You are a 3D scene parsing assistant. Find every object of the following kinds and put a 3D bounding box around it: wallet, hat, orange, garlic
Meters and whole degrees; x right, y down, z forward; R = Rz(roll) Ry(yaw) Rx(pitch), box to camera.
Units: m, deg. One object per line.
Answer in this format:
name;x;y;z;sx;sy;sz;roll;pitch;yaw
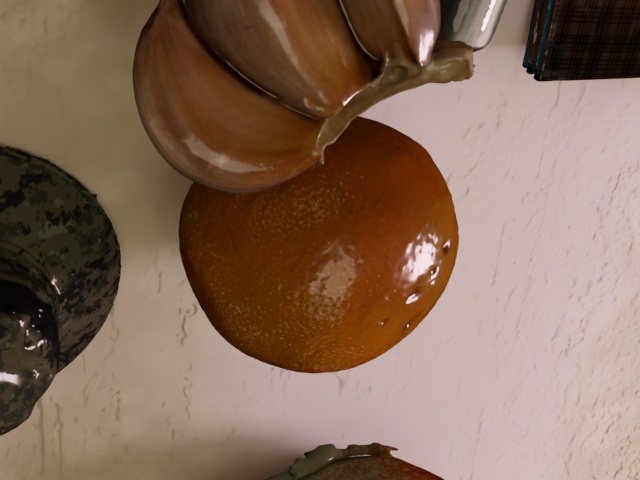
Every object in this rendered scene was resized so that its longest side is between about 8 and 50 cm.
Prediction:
wallet;0.230;-0.229;1.053;0.124;0.042;0.230;-6;126;-23
hat;-0.255;0.066;0.990;0.265;0.128;0.266;-15;131;-18
orange;0.000;0.000;1.018;0.206;0.206;0.206;-12;128;-16
garlic;-0.029;-0.143;0.920;0.214;0.160;0.191;-35;105;5

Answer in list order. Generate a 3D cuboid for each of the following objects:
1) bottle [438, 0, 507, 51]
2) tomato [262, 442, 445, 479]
bottle;0.115;-0.256;0.962;0.096;0.079;0.254;24;119;6
tomato;0.021;0.320;1.226;0.303;0.239;0.303;-16;141;-14
